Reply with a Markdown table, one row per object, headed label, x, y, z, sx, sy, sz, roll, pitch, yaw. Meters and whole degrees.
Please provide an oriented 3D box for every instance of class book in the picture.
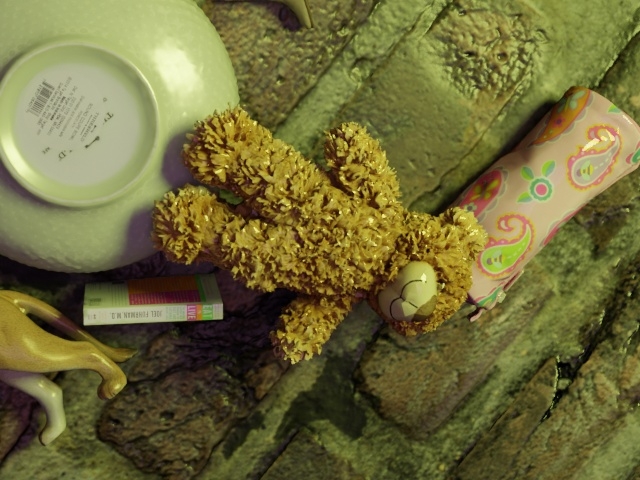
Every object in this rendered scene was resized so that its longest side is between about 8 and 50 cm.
| label | x | y | z | sx | sy | sz | roll | pitch | yaw |
| --- | --- | --- | --- | --- | --- | --- | --- | --- | --- |
| book | -0.183 | 0.066 | 1.092 | 0.144 | 0.096 | 0.035 | -1 | 103 | -11 |

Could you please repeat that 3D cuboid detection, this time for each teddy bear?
| label | x | y | z | sx | sy | sz | roll | pitch | yaw |
| --- | --- | --- | --- | --- | --- | --- | --- | --- | --- |
| teddy bear | 0.000 | 0.000 | 0.999 | 0.338 | 0.113 | 0.245 | 40 | 93 | -13 |

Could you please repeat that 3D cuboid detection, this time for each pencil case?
| label | x | y | z | sx | sy | sz | roll | pitch | yaw |
| --- | --- | --- | --- | --- | --- | --- | --- | --- | --- |
| pencil case | 0.234 | -0.043 | 1.140 | 0.284 | 0.124 | 0.124 | -45 | 107 | 0 |

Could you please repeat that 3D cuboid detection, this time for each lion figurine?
| label | x | y | z | sx | sy | sz | roll | pitch | yaw |
| --- | --- | --- | --- | --- | --- | --- | --- | --- | --- |
| lion figurine | -0.394 | 0.161 | 1.030 | 0.240 | 0.142 | 0.392 | 51 | 57 | -7 |

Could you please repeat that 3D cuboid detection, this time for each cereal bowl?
| label | x | y | z | sx | sy | sz | roll | pitch | yaw |
| --- | --- | --- | --- | --- | --- | --- | --- | --- | --- |
| cereal bowl | -0.243 | -0.122 | 1.017 | 0.339 | 0.141 | 0.339 | -3 | 104 | -12 |

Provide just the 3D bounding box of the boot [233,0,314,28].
| label | x | y | z | sx | sy | sz | roll | pitch | yaw |
| --- | --- | --- | --- | --- | --- | --- | --- | --- | --- |
| boot | -0.062 | -0.273 | 1.076 | 0.087 | 0.042 | 0.118 | -18 | 104 | -1 |
